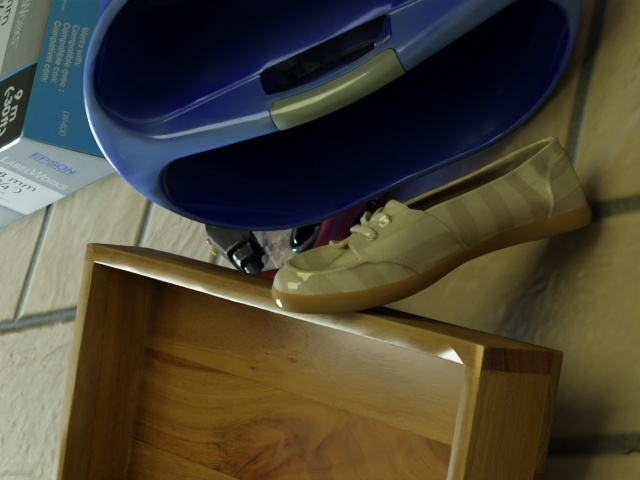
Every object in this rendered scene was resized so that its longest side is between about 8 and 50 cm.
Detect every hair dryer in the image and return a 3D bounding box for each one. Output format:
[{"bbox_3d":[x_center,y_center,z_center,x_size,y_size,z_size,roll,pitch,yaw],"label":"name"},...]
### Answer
[{"bbox_3d":[0.000,0.000,1.339,0.223,0.080,0.293,-48,36,21],"label":"hair dryer"}]

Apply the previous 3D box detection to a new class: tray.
[{"bbox_3d":[-0.028,0.131,1.205,0.411,0.076,0.203,13,95,51],"label":"tray"}]

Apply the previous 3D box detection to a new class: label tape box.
[{"bbox_3d":[-0.252,-0.167,1.786,0.334,0.106,0.240,-22,51,46],"label":"label tape box"}]

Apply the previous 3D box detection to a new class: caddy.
[{"bbox_3d":[0.005,-0.143,1.254,0.341,0.241,0.179,-24,36,13],"label":"caddy"}]

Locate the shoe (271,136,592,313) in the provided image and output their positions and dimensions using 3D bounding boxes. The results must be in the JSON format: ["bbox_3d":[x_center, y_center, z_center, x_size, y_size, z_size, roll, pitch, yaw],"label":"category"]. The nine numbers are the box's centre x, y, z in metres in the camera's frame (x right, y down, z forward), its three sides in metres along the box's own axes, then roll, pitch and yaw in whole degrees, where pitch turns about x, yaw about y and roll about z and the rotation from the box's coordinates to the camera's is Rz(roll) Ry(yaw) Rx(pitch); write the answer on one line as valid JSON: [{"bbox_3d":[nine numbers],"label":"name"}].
[{"bbox_3d":[0.065,-0.009,1.145,0.076,0.219,0.058,18,123,63],"label":"shoe"}]
